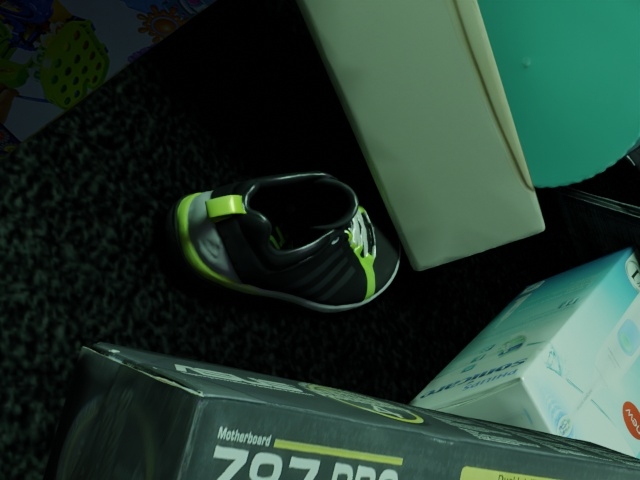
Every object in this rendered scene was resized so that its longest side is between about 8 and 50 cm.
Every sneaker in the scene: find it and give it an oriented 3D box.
[{"bbox_3d":[0.000,0.000,0.734,0.235,0.097,0.084,1,69,-50],"label":"sneaker"}]

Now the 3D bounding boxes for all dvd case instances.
[{"bbox_3d":[0.308,0.039,0.993,0.018,0.221,0.164,-29,111,-13],"label":"dvd case"}]

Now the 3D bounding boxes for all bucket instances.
[{"bbox_3d":[0.227,-0.191,0.991,0.183,0.281,0.281,-36,99,-49],"label":"bucket"}]

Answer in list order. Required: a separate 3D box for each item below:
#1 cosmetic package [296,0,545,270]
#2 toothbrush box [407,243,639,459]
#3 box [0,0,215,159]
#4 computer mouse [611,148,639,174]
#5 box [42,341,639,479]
[{"bbox_3d":[0.064,-0.145,0.774,0.160,0.113,0.309,-96,163,-47],"label":"cosmetic package"},{"bbox_3d":[0.219,0.161,0.883,0.295,0.126,0.216,-30,93,-52],"label":"toothbrush box"},{"bbox_3d":[-0.182,-0.194,0.476,0.177,0.279,0.290,31,49,-36],"label":"box"},{"bbox_3d":[0.369,-0.166,1.309,0.262,0.060,0.184,18,57,-44],"label":"computer mouse"},{"bbox_3d":[0.024,0.241,0.516,0.395,0.097,0.318,18,88,-43],"label":"box"}]
